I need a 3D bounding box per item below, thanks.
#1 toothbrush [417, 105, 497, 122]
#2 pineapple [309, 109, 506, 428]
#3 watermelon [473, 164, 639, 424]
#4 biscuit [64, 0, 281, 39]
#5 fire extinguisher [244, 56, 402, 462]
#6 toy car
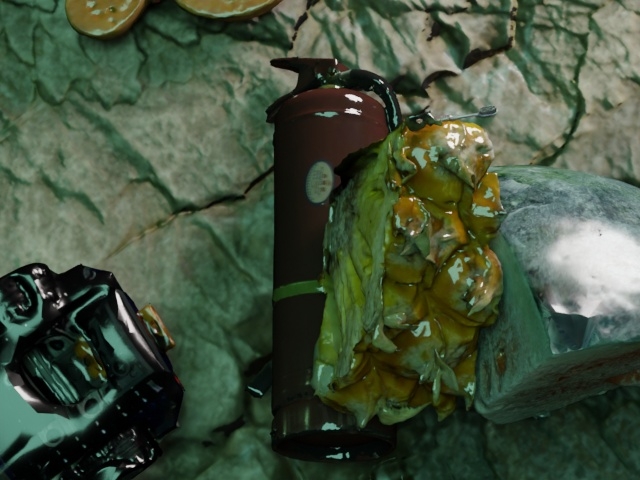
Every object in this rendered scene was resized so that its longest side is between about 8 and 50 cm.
[{"bbox_3d":[0.097,-0.100,1.364,0.097,0.008,0.006,-8,60,7],"label":"toothbrush"},{"bbox_3d":[0.062,0.011,1.175,0.114,0.186,0.236,4,111,-21],"label":"pineapple"},{"bbox_3d":[0.190,0.068,1.210,0.320,0.289,0.213,29,108,3],"label":"watermelon"},{"bbox_3d":[-0.174,-0.272,1.435,0.340,0.047,0.216,16,80,10],"label":"biscuit"},{"bbox_3d":[0.000,0.000,1.305,0.141,0.105,0.341,-13,64,27],"label":"fire extinguisher"},{"bbox_3d":[-0.248,0.148,1.292,0.301,0.118,0.193,-33,81,-2],"label":"toy car"}]
